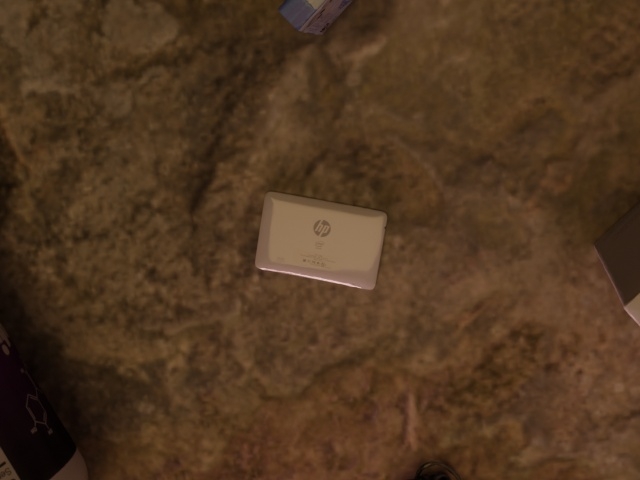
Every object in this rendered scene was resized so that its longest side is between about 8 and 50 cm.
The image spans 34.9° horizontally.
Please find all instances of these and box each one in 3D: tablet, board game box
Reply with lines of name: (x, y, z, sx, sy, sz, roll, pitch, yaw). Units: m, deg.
tablet: (0.000, 0.000, 0.681, 0.083, 0.006, 0.054, 10, 102, 5)
board game box: (0.018, -0.162, 0.604, 0.020, 0.090, 0.090, 45, 103, -1)

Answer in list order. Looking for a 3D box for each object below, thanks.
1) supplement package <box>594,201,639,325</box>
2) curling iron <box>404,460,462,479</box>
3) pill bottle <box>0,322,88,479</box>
supplement package: (0.230, 0.018, 0.562, 0.105, 0.179, 0.105, 46, 104, 1)
curling iron: (0.042, 0.281, 0.714, 0.068, 0.035, 0.274, 22, 103, 3)
pill bottle: (-0.273, 0.121, 0.652, 0.181, 0.181, 0.323, -28, 96, 12)
